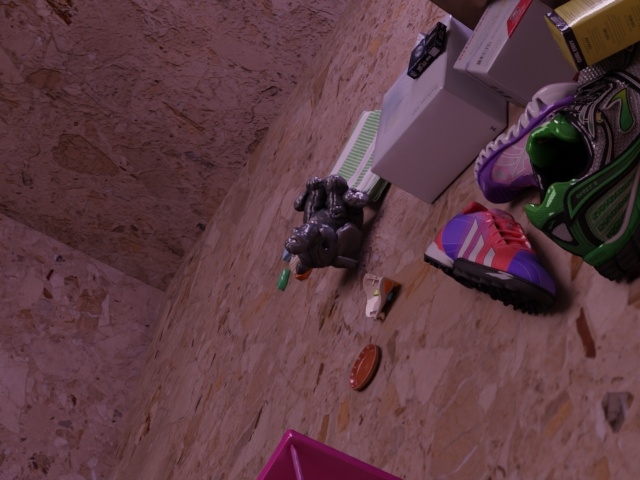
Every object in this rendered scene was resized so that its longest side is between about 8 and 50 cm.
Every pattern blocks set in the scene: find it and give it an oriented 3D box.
[{"bbox_3d":[-0.020,-0.019,2.257,0.325,0.026,0.285,-54,17,31],"label":"pattern blocks set"}]

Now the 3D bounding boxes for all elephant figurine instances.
[{"bbox_3d":[0.000,0.000,1.853,0.169,0.186,0.240,-42,25,46],"label":"elephant figurine"}]

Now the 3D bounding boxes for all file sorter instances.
[{"bbox_3d":[-0.014,0.425,1.120,0.291,0.202,0.182,-59,17,13],"label":"file sorter"}]

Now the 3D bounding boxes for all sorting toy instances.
[{"bbox_3d":[0.100,0.101,1.621,0.083,0.044,0.075,-174,103,-74],"label":"sorting toy"}]

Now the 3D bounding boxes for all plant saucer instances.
[{"bbox_3d":[0.075,0.212,1.556,0.083,0.013,0.083,-55,17,26],"label":"plant saucer"}]

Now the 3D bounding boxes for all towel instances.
[{"bbox_3d":[0.108,-0.192,2.064,0.248,0.038,0.325,-60,17,-5],"label":"towel"}]

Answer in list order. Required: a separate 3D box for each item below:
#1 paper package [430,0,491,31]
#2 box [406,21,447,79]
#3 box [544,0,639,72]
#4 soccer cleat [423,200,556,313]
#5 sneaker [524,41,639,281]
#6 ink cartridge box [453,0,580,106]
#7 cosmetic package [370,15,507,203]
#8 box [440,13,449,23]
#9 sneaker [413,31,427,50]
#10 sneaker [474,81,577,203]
[{"bbox_3d":[0.280,-0.533,1.473,0.310,0.168,0.325,-53,-10,-3],"label":"paper package"},{"bbox_3d":[0.181,-0.323,1.587,0.083,0.018,0.067,-44,23,47],"label":"box"},{"bbox_3d":[0.385,-0.285,1.082,0.232,0.058,0.087,-28,25,11],"label":"box"},{"bbox_3d":[0.229,0.012,1.219,0.116,0.108,0.318,-58,12,0],"label":"soccer cleat"},{"bbox_3d":[0.320,-0.129,1.065,0.134,0.146,0.344,-45,21,50],"label":"sneaker"},{"bbox_3d":[0.306,-0.282,1.415,0.128,0.127,0.176,-60,15,8],"label":"ink cartridge box"},{"bbox_3d":[0.210,-0.229,1.635,0.224,0.138,0.225,-49,22,42],"label":"cosmetic package"},{"bbox_3d":[0.252,-0.366,1.825,0.102,0.087,0.101,-41,26,56],"label":"box"},{"bbox_3d":[0.234,-0.417,2.061,0.152,0.053,0.061,-84,16,-68],"label":"sneaker"},{"bbox_3d":[0.290,-0.106,1.256,0.236,0.095,0.105,124,136,-54],"label":"sneaker"}]
